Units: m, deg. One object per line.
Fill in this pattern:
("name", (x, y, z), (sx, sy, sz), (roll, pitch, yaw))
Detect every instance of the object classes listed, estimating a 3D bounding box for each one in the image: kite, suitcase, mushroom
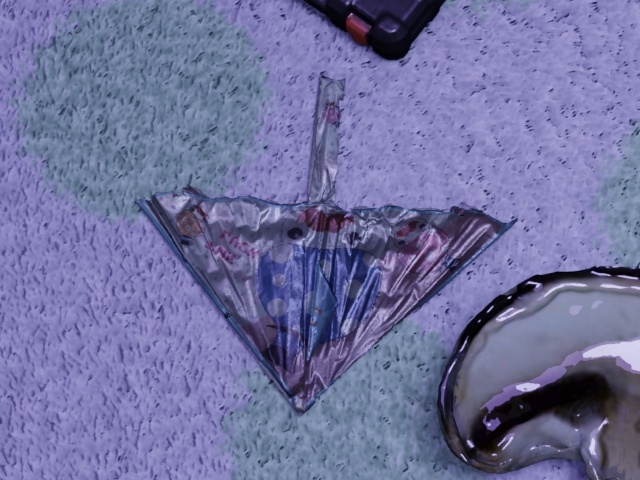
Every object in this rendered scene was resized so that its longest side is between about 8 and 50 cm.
("kite", (0.000, 0.000, 1.172), (0.406, 0.014, 0.368), (4, 77, 7))
("suitcase", (0.028, -0.350, 1.223), (0.286, 0.066, 0.206), (36, 83, 12))
("mushroom", (0.283, 0.142, 1.063), (0.344, 0.130, 0.247), (-8, 92, 4))
